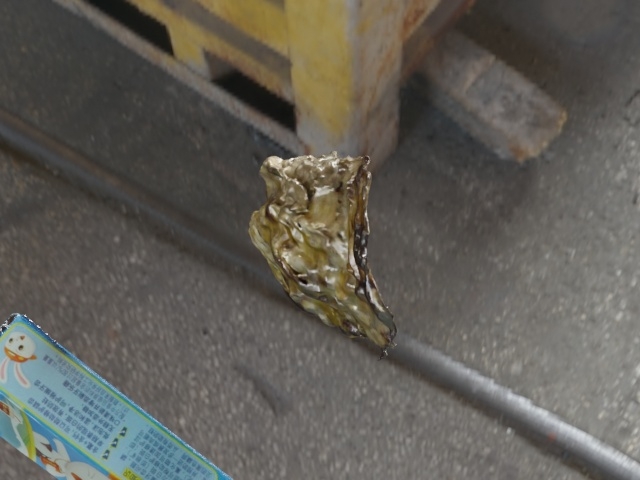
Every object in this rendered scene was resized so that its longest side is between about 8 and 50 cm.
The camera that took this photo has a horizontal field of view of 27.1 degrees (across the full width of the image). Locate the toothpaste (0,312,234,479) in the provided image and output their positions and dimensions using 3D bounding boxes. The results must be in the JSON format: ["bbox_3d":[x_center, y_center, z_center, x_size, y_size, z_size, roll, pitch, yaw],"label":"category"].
[{"bbox_3d":[-0.100,0.150,0.808,0.267,0.065,0.050,38,54,-3],"label":"toothpaste"}]

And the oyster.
[{"bbox_3d":[-0.002,0.001,0.715,0.056,0.105,0.177,-18,20,-13],"label":"oyster"}]
